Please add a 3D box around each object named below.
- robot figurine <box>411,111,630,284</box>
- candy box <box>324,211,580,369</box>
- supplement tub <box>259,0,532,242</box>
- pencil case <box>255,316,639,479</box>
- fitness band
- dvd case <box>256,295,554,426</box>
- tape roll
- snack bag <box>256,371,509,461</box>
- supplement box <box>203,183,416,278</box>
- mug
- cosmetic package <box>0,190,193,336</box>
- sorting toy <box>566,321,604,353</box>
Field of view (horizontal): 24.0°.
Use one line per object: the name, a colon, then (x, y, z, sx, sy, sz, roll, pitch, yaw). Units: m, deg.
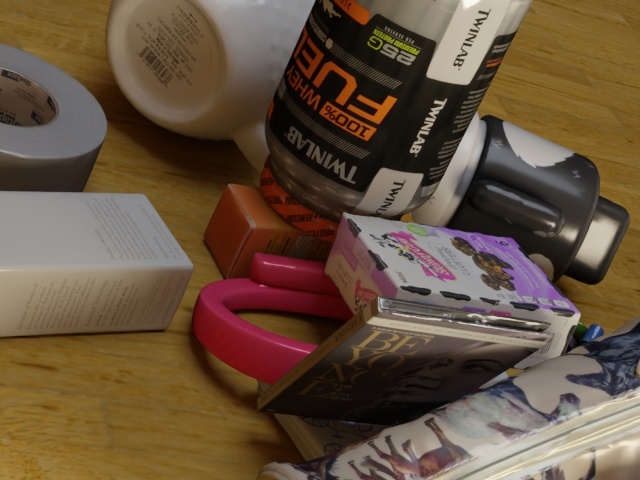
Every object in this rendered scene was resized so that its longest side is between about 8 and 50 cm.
robot figurine: (0.213, -0.049, 1.745, 0.278, 0.209, 0.173, 23, 59, -8)
candy box: (0.123, 0.049, 1.449, 0.196, 0.070, 0.165, 9, 23, -23)
supplement tub: (0.065, -0.161, 1.502, 0.193, 0.316, 0.193, 19, 27, -10)
pencil case: (0.148, 0.184, 1.192, 0.410, 0.183, 0.160, -19, 62, -23)
fitness band: (0.020, 0.089, 1.444, 0.291, 0.054, 0.209, 9, 23, -18)
dvd case: (0.067, 0.109, 1.265, 0.164, 0.221, 0.018, 10, 59, -26)
tape roll: (-0.330, -0.119, 1.520, 0.219, 0.072, 0.219, 20, 29, -11)
snack bag: (0.140, 0.232, 1.370, 0.323, 0.037, 0.342, 3, 37, -37)
supplement box: (0.000, 0.000, 1.594, 0.233, 0.080, 0.078, 4, 36, -32)
mug: (-0.059, -0.213, 1.741, 0.328, 0.276, 0.374, -34, 95, -52)
cosmetic package: (-0.243, 0.020, 1.355, 0.231, 0.085, 0.117, -1, 38, -37)
sorting toy: (0.294, 0.124, 1.668, 0.102, 0.061, 0.042, 29, 62, 20)
